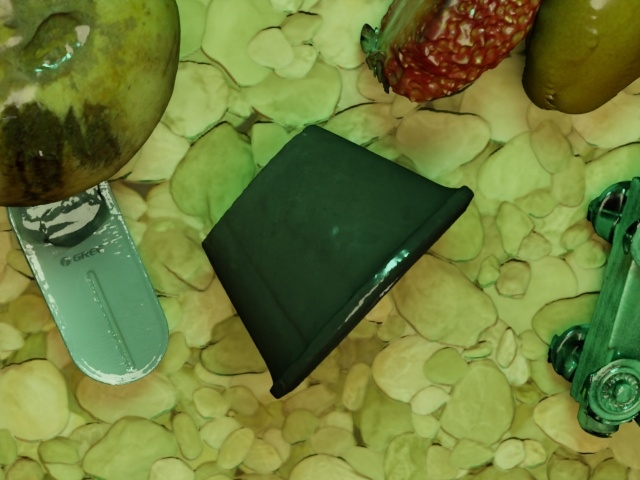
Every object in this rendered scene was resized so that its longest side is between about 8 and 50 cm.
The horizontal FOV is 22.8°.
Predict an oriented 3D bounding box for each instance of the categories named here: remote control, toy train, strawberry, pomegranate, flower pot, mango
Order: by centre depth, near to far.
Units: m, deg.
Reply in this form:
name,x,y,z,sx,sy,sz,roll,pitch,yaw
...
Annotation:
name,x,y,z,sx,sy,sz,roll,pitch,yaw
pomegranate,-0.270,-0.184,1.351,0.322,0.322,0.322,-2,109,-7
strawberry,0.139,-0.218,1.437,0.107,0.175,0.236,26,143,-19
mango,0.260,-0.220,1.479,0.136,0.166,0.236,35,131,25
flower pot,0.000,0.000,1.488,0.269,0.269,0.166,-45,87,8
remote control,-0.226,0.027,1.546,0.104,0.052,0.247,-21,109,-2
toy train,0.358,0.065,1.601,0.202,0.120,0.300,7,107,-13
